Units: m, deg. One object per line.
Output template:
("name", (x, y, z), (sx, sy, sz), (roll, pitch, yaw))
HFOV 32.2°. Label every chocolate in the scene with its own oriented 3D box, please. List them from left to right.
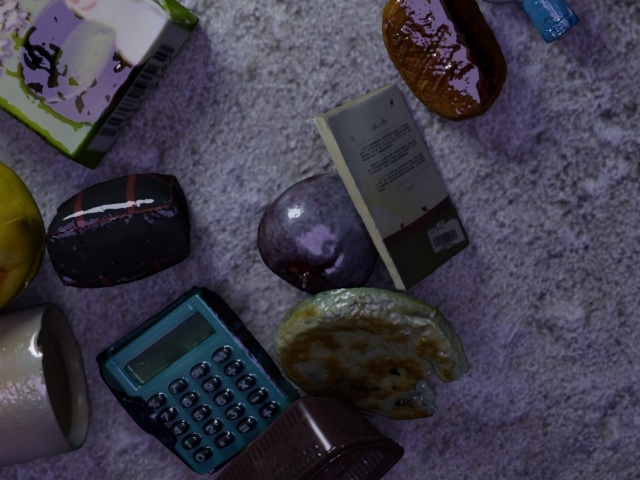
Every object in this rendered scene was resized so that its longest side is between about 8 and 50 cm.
("chocolate", (-0.389, -0.304, 1.682), (0.288, 0.137, 0.301), (36, 96, -3))

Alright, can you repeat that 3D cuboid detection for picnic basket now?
("picnic basket", (-0.028, 0.360, 1.720), (0.297, 0.222, 0.129), (-46, 57, 19))

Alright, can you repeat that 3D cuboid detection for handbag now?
("handbag", (-0.304, -0.018, 1.702), (0.215, 0.169, 0.155), (-14, 113, 1))

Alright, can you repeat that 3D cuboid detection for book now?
("book", (0.117, -0.086, 1.691), (0.026, 0.201, 0.290), (-21, 97, 45))

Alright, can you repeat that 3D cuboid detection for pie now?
("pie", (0.074, 0.177, 1.706), (0.302, 0.067, 0.303), (7, 137, 6))

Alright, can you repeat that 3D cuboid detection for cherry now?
("cherry", (0.006, -0.008, 1.698), (0.195, 0.195, 0.195), (0, 97, 1))

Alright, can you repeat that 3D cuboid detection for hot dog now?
("hot dog", (0.192, -0.293, 1.697), (0.160, 0.099, 0.227), (-26, 97, 4))

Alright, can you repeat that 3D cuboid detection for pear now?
("pear", (-0.569, -0.030, 1.644), (0.285, 0.285, 0.336), (-41, 76, 5))

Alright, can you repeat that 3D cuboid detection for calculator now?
("calculator", (-0.192, 0.232, 1.753), (0.248, 0.058, 0.274), (-36, 97, 24))

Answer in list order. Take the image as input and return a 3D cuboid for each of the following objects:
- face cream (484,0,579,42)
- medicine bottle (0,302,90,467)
("face cream", (0.273, -0.452, 1.687), (0.163, 0.080, 0.337), (-36, 95, 4))
("medicine bottle", (-0.584, 0.250, 1.701), (0.406, 0.236, 0.236), (-12, 97, 2))
